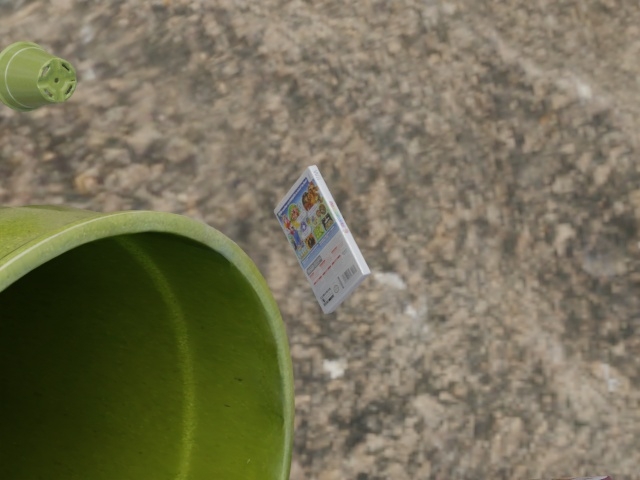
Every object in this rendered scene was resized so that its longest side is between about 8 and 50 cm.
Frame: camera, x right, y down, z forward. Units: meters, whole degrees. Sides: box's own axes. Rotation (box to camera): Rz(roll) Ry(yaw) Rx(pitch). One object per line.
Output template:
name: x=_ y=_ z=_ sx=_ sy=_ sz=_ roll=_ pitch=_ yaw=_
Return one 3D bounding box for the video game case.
video game case: x=0.000 y=0.000 z=1.172 sx=0.011 sy=0.087 sz=0.122 roll=-15 pitch=69 yaw=-34

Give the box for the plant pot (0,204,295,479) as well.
plant pot: x=-0.262 y=0.124 z=0.694 sx=0.366 sy=0.353 sz=0.366 roll=-33 pitch=131 yaw=-49

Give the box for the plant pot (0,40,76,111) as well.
plant pot: x=-0.324 y=-0.188 z=1.401 sx=0.083 sy=0.079 sz=0.083 roll=-11 pitch=107 yaw=-41

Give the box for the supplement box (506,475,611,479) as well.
supplement box: x=0.134 y=0.260 z=1.072 sx=0.130 sy=0.239 sz=0.073 roll=-7 pitch=84 yaw=-38
